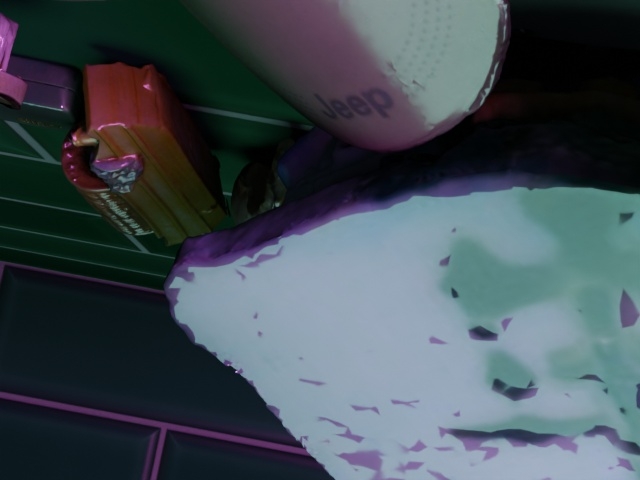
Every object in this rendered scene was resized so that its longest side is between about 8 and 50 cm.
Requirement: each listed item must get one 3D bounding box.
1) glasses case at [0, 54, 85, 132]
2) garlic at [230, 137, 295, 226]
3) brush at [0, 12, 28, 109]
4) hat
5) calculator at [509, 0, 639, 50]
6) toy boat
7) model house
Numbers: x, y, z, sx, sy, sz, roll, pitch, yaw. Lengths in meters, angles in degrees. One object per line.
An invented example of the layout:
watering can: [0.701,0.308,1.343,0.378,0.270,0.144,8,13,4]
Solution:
glasses case: [-0.295,-0.135,0.822,0.184,0.039,0.078,11,170,-3]
garlic: [0.000,0.000,0.929,0.191,0.160,0.214,21,164,-23]
brush: [-0.345,-0.169,0.676,0.327,0.065,0.070,18,178,14]
hat: [-0.060,-0.105,0.378,0.245,0.149,0.214,56,151,-15]
calculator: [0.128,-0.133,0.386,0.141,0.045,0.246,9,170,9]
toy boat: [-0.161,-0.063,0.867,0.115,0.089,0.310,-11,166,4]
model house: [0.126,-0.024,0.606,0.295,0.329,0.252,-21,117,30]
